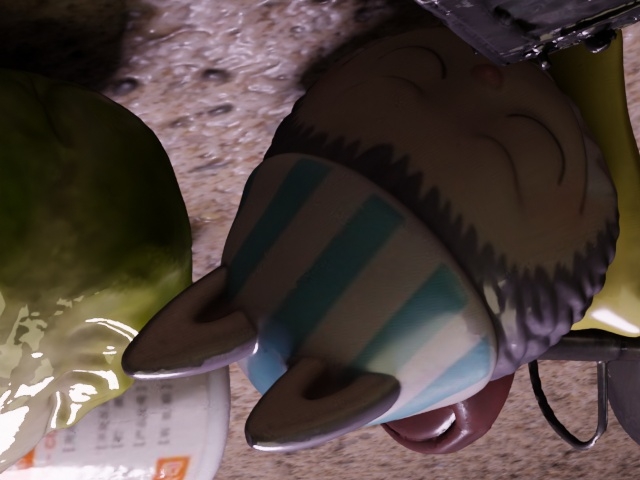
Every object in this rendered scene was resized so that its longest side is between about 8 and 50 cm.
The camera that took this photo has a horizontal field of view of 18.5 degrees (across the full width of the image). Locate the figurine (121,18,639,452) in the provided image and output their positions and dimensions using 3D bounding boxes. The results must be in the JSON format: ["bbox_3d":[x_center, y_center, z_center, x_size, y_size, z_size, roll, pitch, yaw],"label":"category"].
[{"bbox_3d":[0.000,0.000,1.360,0.377,0.266,0.361,-18,180,-34],"label":"figurine"}]

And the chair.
[{"bbox_3d":[0.201,0.093,1.850,0.401,0.227,0.226,6,151,-36],"label":"chair"}]

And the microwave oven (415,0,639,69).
[{"bbox_3d":[0.121,-0.204,1.059,0.178,0.188,0.247,-19,173,14],"label":"microwave oven"}]

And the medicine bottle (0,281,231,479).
[{"bbox_3d":[-0.281,0.135,1.684,0.371,0.211,0.211,-2,155,-28],"label":"medicine bottle"}]

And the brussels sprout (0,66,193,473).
[{"bbox_3d":[-0.222,0.018,1.364,0.273,0.242,0.317,-33,136,-36],"label":"brussels sprout"}]
